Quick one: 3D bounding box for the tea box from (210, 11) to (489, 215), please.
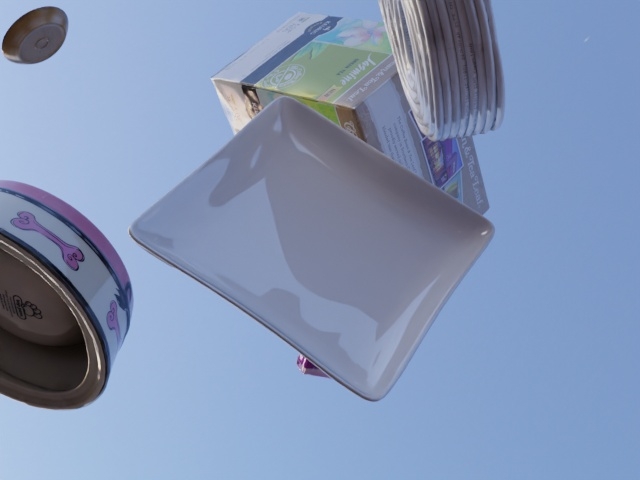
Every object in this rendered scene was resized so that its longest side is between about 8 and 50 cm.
[{"bbox_3d":[0.052,-0.151,1.464,0.323,0.220,0.329,18,-39,43],"label":"tea box"}]

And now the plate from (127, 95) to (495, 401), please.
[{"bbox_3d":[0.000,0.000,0.914,0.277,0.278,0.045,33,-42,10],"label":"plate"}]

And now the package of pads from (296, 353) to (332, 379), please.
[{"bbox_3d":[0.023,0.110,0.901,0.083,0.032,0.050,14,-80,-20],"label":"package of pads"}]

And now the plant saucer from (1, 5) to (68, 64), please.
[{"bbox_3d":[-0.312,-0.223,1.033,0.015,0.083,0.083,49,-57,16],"label":"plant saucer"}]

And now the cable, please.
[{"bbox_3d":[0.121,-0.230,0.978,0.089,0.257,0.257,-14,-63,1],"label":"cable"}]

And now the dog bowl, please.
[{"bbox_3d":[-0.482,0.079,1.496,0.407,0.150,0.408,14,-48,16],"label":"dog bowl"}]
